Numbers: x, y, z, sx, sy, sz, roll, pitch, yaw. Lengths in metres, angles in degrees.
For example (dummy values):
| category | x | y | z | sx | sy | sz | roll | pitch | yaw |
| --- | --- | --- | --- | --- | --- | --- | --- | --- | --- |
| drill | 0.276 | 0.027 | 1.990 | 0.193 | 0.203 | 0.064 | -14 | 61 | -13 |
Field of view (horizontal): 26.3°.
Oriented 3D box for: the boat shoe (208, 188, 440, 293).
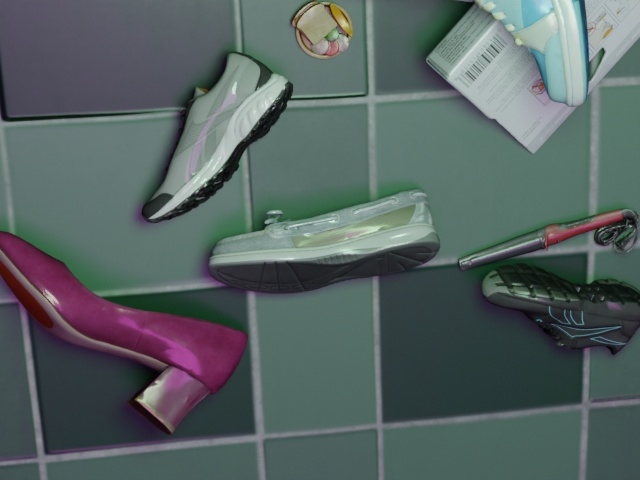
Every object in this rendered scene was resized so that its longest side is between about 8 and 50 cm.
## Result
| category | x | y | z | sx | sy | sz | roll | pitch | yaw |
| --- | --- | --- | --- | --- | --- | --- | --- | --- | --- |
| boat shoe | 0.001 | -0.001 | 1.897 | 0.321 | 0.103 | 0.118 | -10 | 155 | -2 |

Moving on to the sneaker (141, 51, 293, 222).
| category | x | y | z | sx | sy | sz | roll | pitch | yaw |
| --- | --- | --- | --- | --- | --- | --- | --- | --- | --- |
| sneaker | -0.154 | -0.134 | 1.836 | 0.108 | 0.100 | 0.271 | 41 | 103 | 6 |

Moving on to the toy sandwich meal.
| category | x | y | z | sx | sy | sz | roll | pitch | yaw |
| --- | --- | --- | --- | --- | --- | --- | --- | --- | --- |
| toy sandwich meal | 0.005 | -0.282 | 1.832 | 0.086 | 0.029 | 0.085 | -3 | 109 | -8 |

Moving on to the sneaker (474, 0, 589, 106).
| category | x | y | z | sx | sy | sz | roll | pitch | yaw |
| --- | --- | --- | --- | --- | --- | --- | --- | --- | --- |
| sneaker | 0.218 | -0.305 | 1.705 | 0.208 | 0.127 | 0.318 | -10 | 110 | 16 |

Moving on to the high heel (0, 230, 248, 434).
| category | x | y | z | sx | sy | sz | roll | pitch | yaw |
| --- | --- | --- | --- | --- | --- | --- | --- | --- | --- |
| high heel | -0.280 | 0.084 | 1.898 | 0.377 | 0.127 | 0.181 | 47 | 68 | -15 |

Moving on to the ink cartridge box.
| category | x | y | z | sx | sy | sz | roll | pitch | yaw |
| --- | --- | --- | --- | --- | --- | --- | --- | --- | --- |
| ink cartridge box | 0.308 | -0.280 | 1.857 | 0.275 | 0.060 | 0.239 | -48 | 138 | 8 |

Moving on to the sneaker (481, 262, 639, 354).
| category | x | y | z | sx | sy | sz | roll | pitch | yaw |
| --- | --- | --- | --- | --- | --- | --- | --- | --- | --- |
| sneaker | 0.349 | 0.107 | 1.975 | 0.267 | 0.101 | 0.106 | 11 | 116 | -19 |

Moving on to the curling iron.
| category | x | y | z | sx | sy | sz | roll | pitch | yaw |
| --- | --- | --- | --- | --- | --- | --- | --- | --- | --- |
| curling iron | 0.334 | 0.006 | 1.979 | 0.274 | 0.035 | 0.068 | -12 | 110 | -5 |
